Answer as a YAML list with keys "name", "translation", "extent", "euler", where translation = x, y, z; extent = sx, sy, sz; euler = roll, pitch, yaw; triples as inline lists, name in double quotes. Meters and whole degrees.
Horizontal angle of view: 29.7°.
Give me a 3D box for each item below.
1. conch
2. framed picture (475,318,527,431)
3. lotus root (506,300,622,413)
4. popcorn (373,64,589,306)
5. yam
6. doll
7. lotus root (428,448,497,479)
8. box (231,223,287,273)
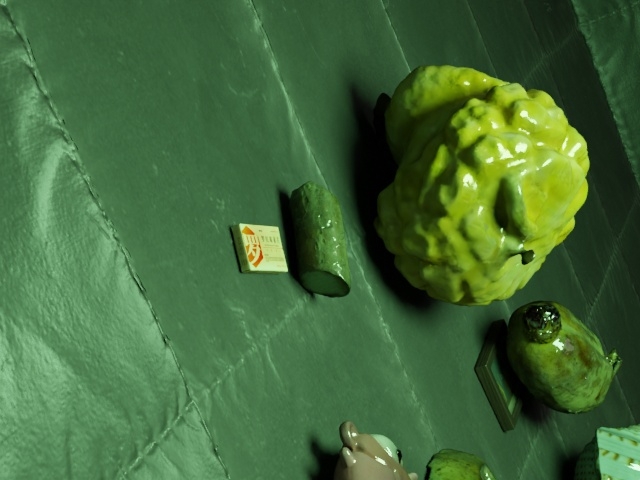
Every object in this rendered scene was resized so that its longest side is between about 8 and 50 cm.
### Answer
- name: "conch"
  translation: [0.566, 0.478, 2.130]
  extent: [0.303, 0.215, 0.319]
  euler: [61, 23, -68]
- name: "framed picture"
  translation: [0.313, 0.227, 2.058]
  extent: [0.128, 0.023, 0.168]
  euler: [64, 27, -15]
- name: "lotus root"
  translation: [0.401, 0.190, 2.058]
  extent: [0.309, 0.173, 0.173]
  euler: [41, 39, -47]
- name: "popcorn"
  translation: [0.214, -0.092, 1.799]
  extent: [0.382, 0.349, 0.349]
  euler: [40, 10, 31]
- name: "yam"
  translation: [0.000, 0.000, 1.548]
  extent: [0.070, 0.070, 0.146]
  euler: [27, 50, -55]
- name: "doll"
  translation: [0.076, 0.339, 1.443]
  extent: [0.262, 0.093, 0.211]
  euler: [70, 20, 3]
- name: "lotus root"
  translation: [0.228, 0.389, 1.731]
  extent: [0.203, 0.078, 0.183]
  euler: [60, 29, -25]
- name: "box"
  translation: [-0.073, 0.011, 1.459]
  extent: [0.093, 0.015, 0.058]
  euler: [6, 70, -63]
